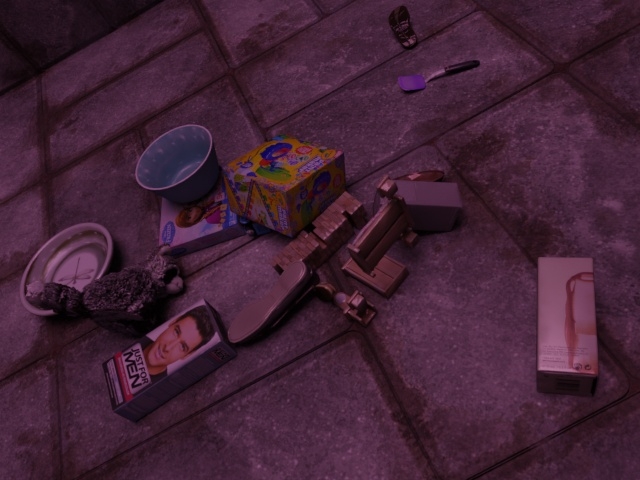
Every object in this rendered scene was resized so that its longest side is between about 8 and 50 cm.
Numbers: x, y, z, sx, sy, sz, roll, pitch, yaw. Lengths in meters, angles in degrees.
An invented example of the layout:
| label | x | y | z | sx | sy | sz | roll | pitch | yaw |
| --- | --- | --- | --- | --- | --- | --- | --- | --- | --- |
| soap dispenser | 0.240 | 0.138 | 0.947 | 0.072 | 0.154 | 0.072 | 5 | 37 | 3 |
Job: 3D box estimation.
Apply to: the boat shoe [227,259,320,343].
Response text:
| label | x | y | z | sx | sy | sz | roll | pitch | yaw |
| --- | --- | --- | --- | --- | --- | --- | --- | --- | --- |
| boat shoe | -0.135 | 0.203 | 1.687 | 0.335 | 0.095 | 0.112 | -45 | 41 | 8 |

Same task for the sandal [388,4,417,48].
| label | x | y | z | sx | sy | sz | roll | pitch | yaw |
| --- | --- | --- | --- | --- | --- | --- | --- | --- | --- |
| sandal | 0.339 | -0.856 | 2.267 | 0.090 | 0.060 | 0.219 | -26 | 64 | 13 |

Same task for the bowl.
| label | x | y | z | sx | sy | sz | roll | pitch | yaw |
| --- | --- | --- | --- | --- | --- | --- | --- | --- | --- |
| bowl | -0.497 | -0.256 | 2.050 | 0.312 | 0.163 | 0.311 | -13 | 50 | 16 |

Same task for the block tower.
| label | x | y | z | sx | sy | sz | roll | pitch | yaw |
| --- | --- | --- | --- | --- | --- | --- | --- | --- | --- |
| block tower | 0.000 | 0.000 | 1.776 | 0.335 | 0.091 | 0.097 | -42 | 50 | -8 |

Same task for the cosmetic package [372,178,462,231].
| label | x | y | z | sx | sy | sz | roll | pitch | yaw |
| --- | --- | --- | --- | --- | --- | --- | --- | --- | --- |
| cosmetic package | 0.281 | -0.102 | 1.648 | 0.238 | 0.127 | 0.107 | 3 | 54 | -3 |

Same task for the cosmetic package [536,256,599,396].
| label | x | y | z | sx | sy | sz | roll | pitch | yaw |
| --- | --- | --- | --- | --- | --- | --- | --- | --- | --- |
| cosmetic package | 0.583 | 0.201 | 1.332 | 0.129 | 0.153 | 0.296 | -1 | 58 | 22 |

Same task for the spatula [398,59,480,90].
| label | x | y | z | sx | sy | sz | roll | pitch | yaw |
| --- | --- | --- | --- | --- | --- | --- | --- | --- | --- |
| spatula | 0.437 | -0.613 | 2.060 | 0.297 | 0.030 | 0.084 | -15 | 53 | 13 |

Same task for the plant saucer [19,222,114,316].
| label | x | y | z | sx | sy | sz | roll | pitch | yaw |
| --- | --- | --- | --- | --- | --- | --- | --- | --- | --- |
| plant saucer | -0.927 | 0.119 | 2.100 | 0.401 | 0.100 | 0.400 | -12 | 53 | 16 |

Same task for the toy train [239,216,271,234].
| label | x | y | z | sx | sy | sz | roll | pitch | yaw |
| --- | --- | --- | --- | --- | --- | --- | --- | --- | --- |
| toy train | -0.224 | -0.099 | 1.960 | 0.105 | 0.080 | 0.184 | -11 | 50 | 6 |

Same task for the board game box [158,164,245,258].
| label | x | y | z | sx | sy | sz | roll | pitch | yaw |
| --- | --- | --- | --- | --- | --- | --- | --- | --- | --- |
| board game box | -0.438 | -0.111 | 2.068 | 0.318 | 0.066 | 0.318 | -19 | 50 | 11 |

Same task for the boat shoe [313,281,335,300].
| label | x | y | z | sx | sy | sz | roll | pitch | yaw |
| --- | --- | --- | --- | --- | --- | --- | --- | --- | --- |
| boat shoe | 0.017 | 0.143 | 1.641 | 0.048 | 0.153 | 0.056 | -43 | 86 | -15 |

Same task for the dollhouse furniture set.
| label | x | y | z | sx | sy | sz | roll | pitch | yaw |
| --- | --- | --- | --- | --- | --- | --- | --- | --- | --- |
| dollhouse furniture set | 0.098 | 0.017 | 1.547 | 0.174 | 0.355 | 0.303 | 30 | 73 | 37 |

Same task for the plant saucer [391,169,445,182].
| label | x | y | z | sx | sy | sz | roll | pitch | yaw |
| --- | --- | --- | --- | --- | --- | --- | --- | --- | --- |
| plant saucer | 0.293 | -0.175 | 1.757 | 0.199 | 0.036 | 0.198 | -13 | 17 | 4 |

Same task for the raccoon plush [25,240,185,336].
| label | x | y | z | sx | sy | sz | roll | pitch | yaw |
| --- | --- | --- | --- | --- | --- | --- | --- | --- | --- |
| raccoon plush | -0.667 | 0.110 | 1.818 | 0.216 | 0.447 | 0.299 | -35 | 38 | 43 |

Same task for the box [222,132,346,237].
| label | x | y | z | sx | sy | sz | roll | pitch | yaw |
| --- | --- | --- | --- | --- | --- | --- | --- | --- | --- |
| box | -0.112 | -0.191 | 1.844 | 0.279 | 0.176 | 0.290 | 23 | 45 | 32 |

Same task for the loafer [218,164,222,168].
| label | x | y | z | sx | sy | sz | roll | pitch | yaw |
| --- | --- | --- | --- | --- | --- | --- | --- | --- | --- |
| loafer | -0.458 | -0.276 | 2.198 | 0.170 | 0.061 | 0.062 | -5 | 56 | 22 |

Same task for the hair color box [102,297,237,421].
| label | x | y | z | sx | sy | sz | roll | pitch | yaw |
| --- | --- | --- | --- | --- | --- | --- | --- | --- | --- |
| hair color box | -0.462 | 0.362 | 1.708 | 0.375 | 0.113 | 0.185 | -33 | 50 | -2 |
